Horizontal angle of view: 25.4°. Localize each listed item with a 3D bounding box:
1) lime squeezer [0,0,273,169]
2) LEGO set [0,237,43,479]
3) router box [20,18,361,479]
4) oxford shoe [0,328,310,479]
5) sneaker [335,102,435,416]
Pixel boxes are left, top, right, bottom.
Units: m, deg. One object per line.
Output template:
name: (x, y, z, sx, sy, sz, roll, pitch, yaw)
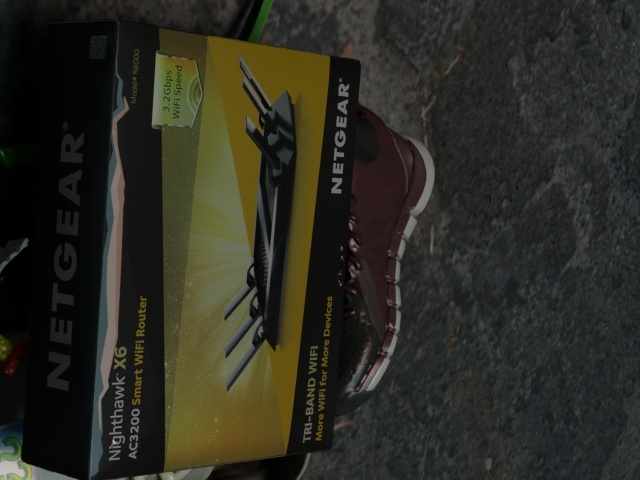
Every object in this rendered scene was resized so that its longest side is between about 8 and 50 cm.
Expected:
lime squeezer: (-0.111, -0.114, 1.110, 0.310, 0.059, 0.110, -42, 104, -26)
LEGO set: (-0.274, 0.099, 0.946, 0.182, 0.060, 0.244, -14, 97, -36)
router box: (-0.088, 0.007, 1.032, 0.243, 0.081, 0.309, 0, 94, -47)
oxford shoe: (-0.171, 0.162, 1.111, 0.449, 0.130, 0.169, 0, 112, -47)
sneaker: (0.000, 0.000, 1.234, 0.162, 0.106, 0.281, 40, 55, -42)
